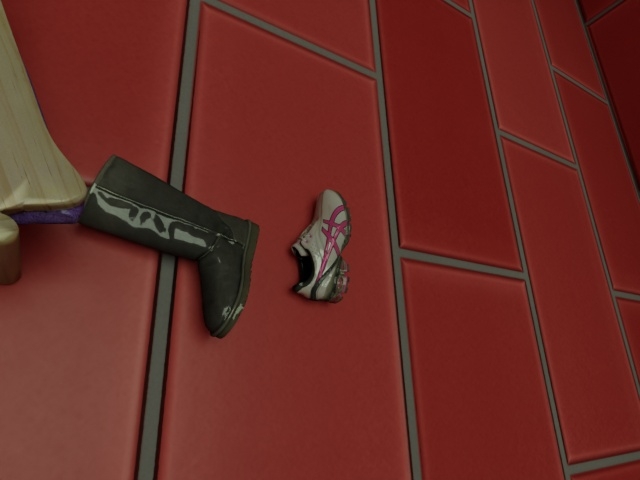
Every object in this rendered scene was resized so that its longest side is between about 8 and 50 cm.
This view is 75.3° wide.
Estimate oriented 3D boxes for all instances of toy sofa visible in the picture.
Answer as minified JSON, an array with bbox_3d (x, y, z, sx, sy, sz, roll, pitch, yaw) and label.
[{"bbox_3d":[-0.376,-0.135,0.394,0.177,0.150,0.363,-20,83,-40],"label":"toy sofa"}]

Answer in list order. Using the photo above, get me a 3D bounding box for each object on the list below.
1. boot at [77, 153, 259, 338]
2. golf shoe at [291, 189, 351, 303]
[{"bbox_3d":[-0.187,0.006,0.510,0.208,0.076,0.190,28,45,-30],"label":"boot"},{"bbox_3d":[0.000,0.000,0.640,0.085,0.067,0.186,14,65,-27],"label":"golf shoe"}]
